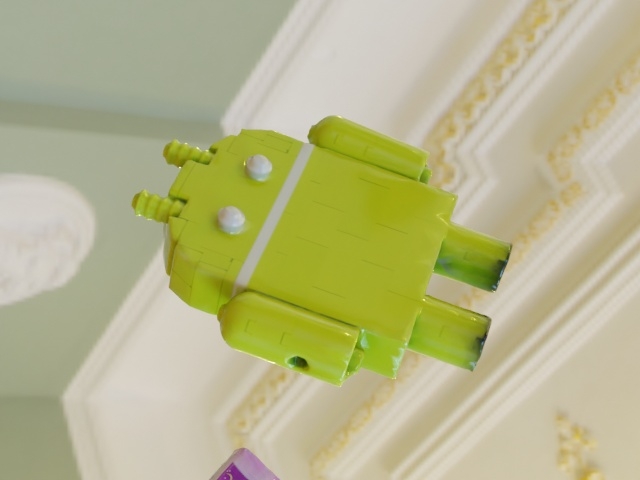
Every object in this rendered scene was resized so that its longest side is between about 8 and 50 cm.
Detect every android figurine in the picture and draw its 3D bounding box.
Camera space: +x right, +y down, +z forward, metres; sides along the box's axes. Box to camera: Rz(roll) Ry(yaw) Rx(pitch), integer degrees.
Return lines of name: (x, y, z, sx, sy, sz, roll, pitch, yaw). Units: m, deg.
android figurine: (0.000, 0.000, 0.957, 0.248, 0.273, 0.056, -64, 173, -45)

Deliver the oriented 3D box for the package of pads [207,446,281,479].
package of pads: (-0.057, 0.167, 0.771, 0.050, 0.083, 0.032, 42, -34, 4)
